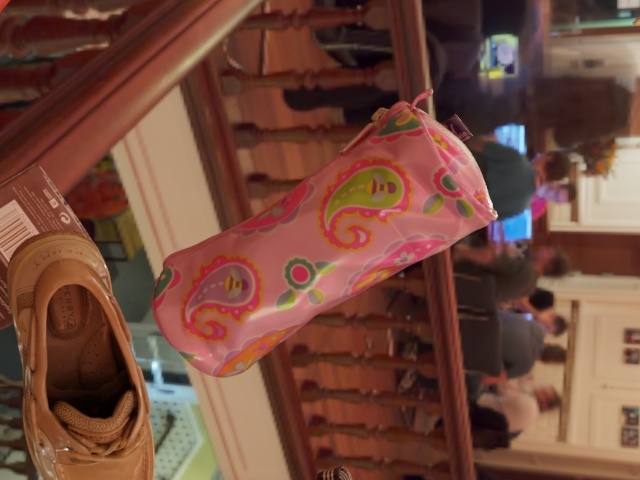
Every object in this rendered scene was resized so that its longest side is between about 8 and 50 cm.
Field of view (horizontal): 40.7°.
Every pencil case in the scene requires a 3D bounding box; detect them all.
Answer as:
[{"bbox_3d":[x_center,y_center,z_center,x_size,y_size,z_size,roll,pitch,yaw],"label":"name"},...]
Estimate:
[{"bbox_3d":[0.000,0.000,0.697,0.124,0.284,0.124,49,18,-23],"label":"pencil case"}]

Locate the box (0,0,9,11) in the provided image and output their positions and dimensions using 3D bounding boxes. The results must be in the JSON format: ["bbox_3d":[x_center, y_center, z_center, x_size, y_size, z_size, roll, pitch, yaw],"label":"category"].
[{"bbox_3d":[-0.302,-0.218,0.617,0.257,0.122,0.128,-97,-174,-58],"label":"box"}]

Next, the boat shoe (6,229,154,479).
[{"bbox_3d":[-0.225,0.163,0.825,0.110,0.121,0.341,41,-36,56],"label":"boat shoe"}]

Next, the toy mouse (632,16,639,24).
[{"bbox_3d":[0.187,-0.134,0.434,0.143,0.161,0.031,-26,135,-44],"label":"toy mouse"}]

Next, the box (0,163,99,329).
[{"bbox_3d":[-0.462,0.025,1.216,0.168,0.203,0.167,59,28,-15],"label":"box"}]

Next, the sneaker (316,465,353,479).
[{"bbox_3d":[0.064,0.221,0.390,0.153,0.101,0.268,-96,161,-62],"label":"sneaker"}]
